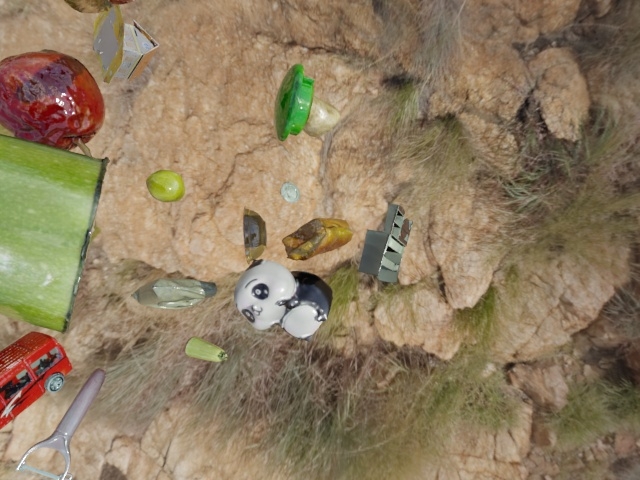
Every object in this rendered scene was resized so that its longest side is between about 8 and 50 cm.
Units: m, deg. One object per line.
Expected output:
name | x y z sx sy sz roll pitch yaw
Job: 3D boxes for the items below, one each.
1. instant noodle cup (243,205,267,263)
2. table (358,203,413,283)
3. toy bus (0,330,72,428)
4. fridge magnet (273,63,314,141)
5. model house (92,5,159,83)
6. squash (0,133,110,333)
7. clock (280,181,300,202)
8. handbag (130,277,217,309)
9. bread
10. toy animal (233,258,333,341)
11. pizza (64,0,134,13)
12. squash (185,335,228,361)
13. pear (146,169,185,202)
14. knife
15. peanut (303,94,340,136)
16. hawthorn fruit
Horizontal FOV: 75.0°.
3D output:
instant noodle cup | -0.293 -0.025 1.907 0.091 0.274 0.273 -3 94 -4
table | 0.164 0.009 1.029 0.063 0.146 0.175 11 82 28
toy bus | -0.505 0.237 0.658 0.081 0.195 0.089 8 120 21
fridge magnet | -0.077 -0.368 1.126 0.088 0.208 0.207 12 95 -17
model house | -0.587 -0.605 1.289 0.219 0.136 0.207 -29 77 39
squash | -0.524 -0.023 0.642 0.309 0.310 0.310 12 96 -29
clock | -0.104 -0.168 1.466 0.083 0.010 0.074 29 67 -31
handbag | -0.577 0.212 1.642 0.253 0.316 0.108 8 70 -37
bread | 0.000 0.000 1.524 0.185 0.380 0.109 -36 81 17
toy animal | -0.137 0.195 1.426 0.310 0.251 0.250 26 95 -12
pizza | -0.205 -0.326 0.470 0.199 0.188 0.062 -43 119 -2
squash | -0.488 0.490 1.834 0.225 0.094 0.094 8 95 31
pear | -0.399 -0.143 1.073 0.092 0.097 0.092 -10 67 25
knife | -0.620 0.455 1.061 0.123 0.277 0.053 35 136 -20
peanut | -0.040 -0.442 1.467 0.253 0.122 0.137 8 84 -41
hawthorn fruit | -0.614 -0.300 0.984 0.230 0.210 0.266 -38 104 -3
